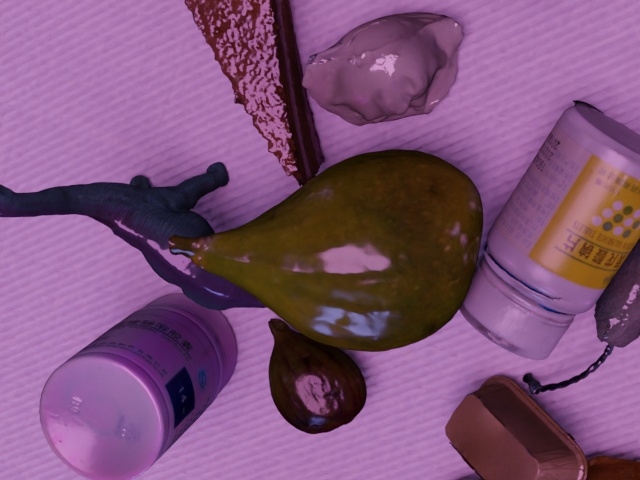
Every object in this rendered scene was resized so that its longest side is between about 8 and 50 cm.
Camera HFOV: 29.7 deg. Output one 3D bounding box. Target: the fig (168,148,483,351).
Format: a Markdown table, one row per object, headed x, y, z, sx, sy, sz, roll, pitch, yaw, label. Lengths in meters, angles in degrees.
| x | y | z | sx | sy | sz | roll | pitch | yaw | label |
| --- | --- | --- | --- | --- | --- | --- | --- | --- | --- |
| 0.019 | -0.003 | 1.335 | 0.314 | 0.233 | 0.233 | 14 | 107 | 11 | fig |

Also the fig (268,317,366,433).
| x | y | z | sx | sy | sz | roll | pitch | yaw | label |
| --- | --- | --- | --- | --- | --- | --- | --- | --- | --- |
| -0.013 | 0.158 | 1.459 | 0.109 | 0.103 | 0.154 | -25 | 85 | -16 | fig |

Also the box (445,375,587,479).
| x | y | z | sx | sy | sz | roll | pitch | yaw | label |
| --- | --- | --- | --- | --- | --- | --- | --- | --- | --- |
| 0.225 | 0.239 | 1.397 | 0.177 | 0.111 | 0.111 | 47 | 115 | 35 | box |

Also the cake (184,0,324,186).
| x | y | z | sx | sy | sz | roll | pitch | yaw | label |
| --- | --- | --- | --- | --- | --- | --- | --- | --- | --- |
| -0.056 | -0.208 | 1.363 | 0.113 | 0.116 | 0.295 | -19 | 98 | 20 | cake |

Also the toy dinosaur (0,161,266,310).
| x | y | z | sx | sy | sz | roll | pitch | yaw | label |
| --- | --- | --- | --- | --- | --- | --- | --- | --- | --- |
| -0.166 | 0.028 | 1.340 | 0.383 | 0.331 | 0.129 | 40 | 113 | 4 | toy dinosaur |

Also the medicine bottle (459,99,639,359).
| x | y | z | sx | sy | sz | roll | pitch | yaw | label |
| --- | --- | --- | --- | --- | --- | --- | --- | --- | --- |
| 0.264 | -0.007 | 1.315 | 0.143 | 0.143 | 0.258 | 32 | 111 | 5 | medicine bottle |

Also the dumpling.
| x | y | z | sx | sy | sz | roll | pitch | yaw | label |
| --- | --- | --- | --- | --- | --- | --- | --- | --- | --- |
| 0.077 | -0.183 | 1.347 | 0.188 | 0.108 | 0.127 | -21 | 122 | 3 | dumpling |

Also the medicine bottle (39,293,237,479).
| x | y | z | sx | sy | sz | roll | pitch | yaw | label |
| --- | --- | --- | --- | --- | --- | --- | --- | --- | --- |
| -0.206 | 0.166 | 1.428 | 0.152 | 0.254 | 0.152 | 4 | 106 | 14 | medicine bottle |

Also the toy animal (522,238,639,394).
| x | y | z | sx | sy | sz | roll | pitch | yaw | label |
| --- | --- | --- | --- | --- | --- | --- | --- | --- | --- |
| 0.324 | 0.094 | 1.358 | 0.070 | 0.079 | 0.253 | 31 | 112 | -2 | toy animal |

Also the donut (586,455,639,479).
| x | y | z | sx | sy | sz | roll | pitch | yaw | label |
| --- | --- | --- | --- | --- | --- | --- | --- | --- | --- |
| 0.356 | 0.367 | 1.402 | 0.227 | 0.114 | 0.226 | 3 | 104 | 13 | donut |
